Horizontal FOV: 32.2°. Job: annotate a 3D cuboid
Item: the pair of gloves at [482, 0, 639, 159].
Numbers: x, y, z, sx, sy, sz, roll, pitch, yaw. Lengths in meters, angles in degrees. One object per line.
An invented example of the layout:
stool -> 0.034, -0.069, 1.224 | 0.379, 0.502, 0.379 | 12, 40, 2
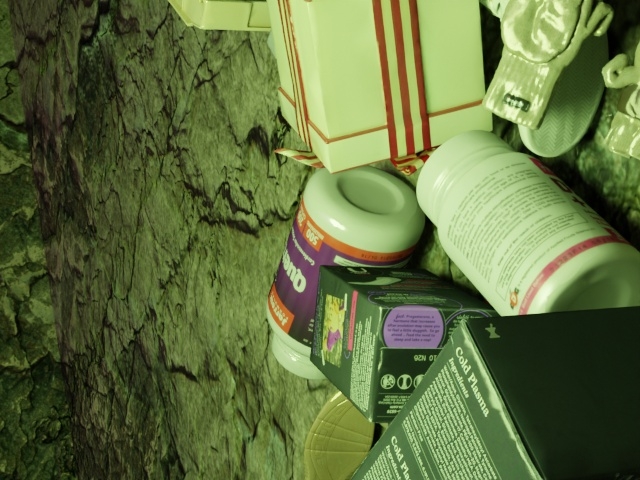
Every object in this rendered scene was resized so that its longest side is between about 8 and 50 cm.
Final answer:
pair of gloves -> 0.308, -0.201, 1.190 | 0.240, 0.042, 0.204 | 20, 109, 24

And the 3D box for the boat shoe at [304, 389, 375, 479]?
boat shoe -> 0.024, 0.347, 1.790 | 0.092, 0.102, 0.285 | -78, -1, -68

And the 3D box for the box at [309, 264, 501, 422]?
box -> 0.102, 0.126, 1.425 | 0.270, 0.165, 0.143 | -146, 60, -72

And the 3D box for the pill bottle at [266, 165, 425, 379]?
pill bottle -> 0.026, 0.055, 1.667 | 0.181, 0.181, 0.323 | 58, 140, 41

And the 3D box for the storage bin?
storage bin -> -0.119, -0.440, 1.792 | 0.260, 0.262, 0.123 | 54, 138, 44

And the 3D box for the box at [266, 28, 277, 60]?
box -> 0.017, -0.257, 1.688 | 0.186, 0.145, 0.038 | 64, 146, 35

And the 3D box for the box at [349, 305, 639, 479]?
box -> 0.247, 0.230, 1.126 | 0.179, 0.343, 0.312 | 66, 145, 35

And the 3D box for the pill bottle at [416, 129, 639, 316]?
pill bottle -> 0.238, -0.003, 1.304 | 0.283, 0.160, 0.160 | 53, 137, 44

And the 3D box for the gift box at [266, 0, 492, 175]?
gift box -> 0.049, -0.234, 1.442 | 0.255, 0.276, 0.258 | -117, 14, -61

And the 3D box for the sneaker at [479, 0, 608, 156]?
sneaker -> 0.256, -0.252, 1.326 | 0.169, 0.108, 0.293 | -154, 66, -67

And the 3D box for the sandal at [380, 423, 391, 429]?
sandal -> 0.153, 0.266, 1.559 | 0.303, 0.086, 0.120 | 30, 119, 56

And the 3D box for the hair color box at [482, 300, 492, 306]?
hair color box -> 0.224, 0.172, 1.457 | 0.093, 0.053, 0.167 | -46, 52, 53
